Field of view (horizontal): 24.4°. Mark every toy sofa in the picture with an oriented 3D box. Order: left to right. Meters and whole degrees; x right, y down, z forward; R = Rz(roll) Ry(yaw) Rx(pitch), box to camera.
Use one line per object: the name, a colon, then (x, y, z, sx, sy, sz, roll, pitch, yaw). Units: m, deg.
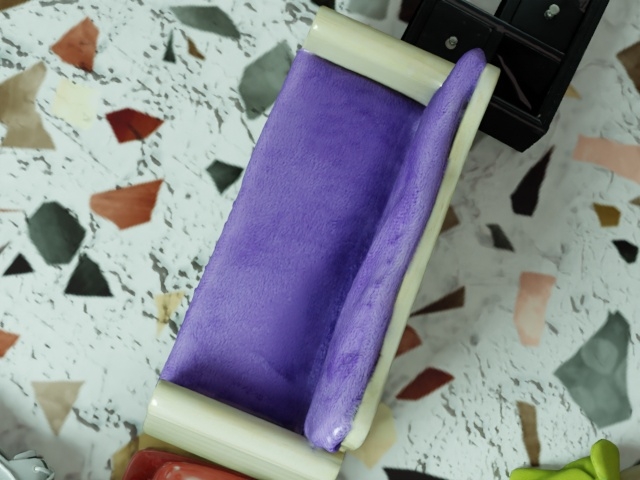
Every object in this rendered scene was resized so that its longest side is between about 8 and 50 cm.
toy sofa: (0.000, 0.000, 1.136, 0.150, 0.177, 0.362, 23, 67, -3)

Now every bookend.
bookend: (0.149, -0.184, 1.274, 0.156, 0.072, 0.157, 29, 77, -3)

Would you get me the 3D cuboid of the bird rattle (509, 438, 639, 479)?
bird rattle: (0.285, 0.242, 1.224, 0.253, 0.143, 0.207, -5, 93, -23)

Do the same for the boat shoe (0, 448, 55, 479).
boat shoe: (-0.244, 0.190, 1.159, 0.184, 0.066, 0.063, 38, 78, 9)

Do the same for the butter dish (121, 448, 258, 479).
butter dish: (-0.086, 0.232, 1.128, 0.160, 0.118, 0.160, 18, 60, -2)
